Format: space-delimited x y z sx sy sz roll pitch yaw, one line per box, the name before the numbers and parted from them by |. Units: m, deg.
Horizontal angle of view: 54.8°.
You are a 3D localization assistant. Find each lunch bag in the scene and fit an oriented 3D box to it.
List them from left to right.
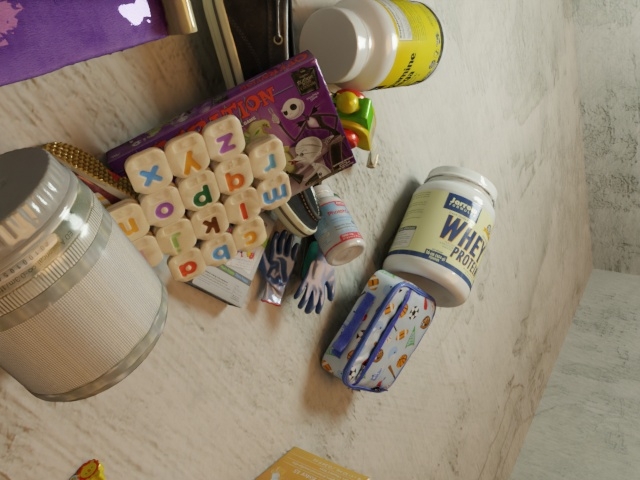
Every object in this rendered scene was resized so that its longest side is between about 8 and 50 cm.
lunch bag | 0.142 0.232 1.507 0.243 0.115 0.303 30 89 -52

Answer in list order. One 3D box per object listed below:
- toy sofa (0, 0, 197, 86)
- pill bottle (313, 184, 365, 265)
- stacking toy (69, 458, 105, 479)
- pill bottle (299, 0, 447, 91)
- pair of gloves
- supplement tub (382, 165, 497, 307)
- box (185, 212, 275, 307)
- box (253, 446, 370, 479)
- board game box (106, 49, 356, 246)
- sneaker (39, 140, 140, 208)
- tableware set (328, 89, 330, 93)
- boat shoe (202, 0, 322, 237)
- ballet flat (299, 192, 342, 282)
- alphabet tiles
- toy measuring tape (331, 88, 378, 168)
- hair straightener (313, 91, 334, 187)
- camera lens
toy sofa | -0.314 -0.294 0.766 0.363 0.177 0.150 -38 126 -44
pill bottle | 0.023 -0.034 1.278 0.087 0.087 0.160 12 46 -54
stacking toy | -0.388 0.477 0.957 0.221 0.052 0.166 -47 131 -35
pill bottle | 0.113 -0.413 1.303 0.334 0.188 0.187 -23 116 -48
pair of gloves | -0.049 0.067 1.281 0.198 0.023 0.159 16 84 -30
supplement tub | 0.324 -0.011 1.639 0.235 0.236 0.324 48 60 -47
box | -0.168 0.016 1.151 0.145 0.038 0.186 39 66 -50
box | -0.073 0.613 1.269 0.345 0.215 0.168 -25 117 -49
board game box | -0.131 -0.133 0.989 0.347 0.056 0.208 -28 125 -1
sneaker | -0.329 -0.066 0.890 0.186 0.069 0.084 33 108 -31
tableware set | 0.011 -0.209 1.179 0.024 0.104 0.154 -8 114 -18
boat shoe | -0.061 -0.228 1.099 0.186 0.156 0.499 -92 168 -62
ballet flat | 0.000 0.000 1.364 0.068 0.072 0.213 50 55 -79
alphabet tiles | -0.178 -0.055 0.937 0.284 0.021 0.277 -27 142 -15
toy measuring tape | 0.058 -0.231 1.309 0.330 0.122 0.121 56 50 -75
hair straightener | 0.005 -0.211 1.336 0.089 0.047 0.230 26 72 -56
camera lens | -0.340 0.051 0.772 0.219 0.220 0.274 -55 137 -30
